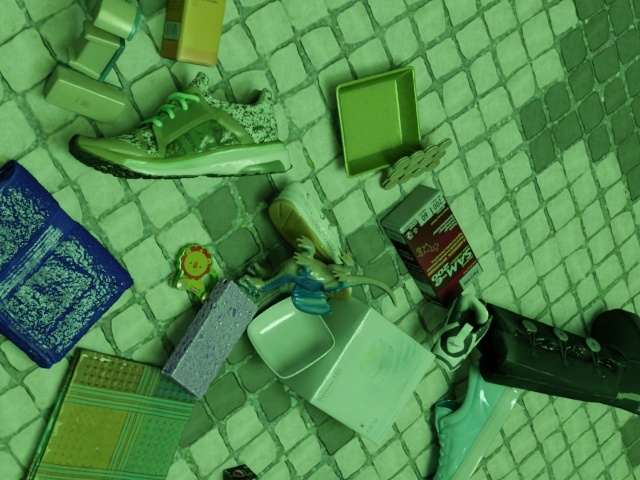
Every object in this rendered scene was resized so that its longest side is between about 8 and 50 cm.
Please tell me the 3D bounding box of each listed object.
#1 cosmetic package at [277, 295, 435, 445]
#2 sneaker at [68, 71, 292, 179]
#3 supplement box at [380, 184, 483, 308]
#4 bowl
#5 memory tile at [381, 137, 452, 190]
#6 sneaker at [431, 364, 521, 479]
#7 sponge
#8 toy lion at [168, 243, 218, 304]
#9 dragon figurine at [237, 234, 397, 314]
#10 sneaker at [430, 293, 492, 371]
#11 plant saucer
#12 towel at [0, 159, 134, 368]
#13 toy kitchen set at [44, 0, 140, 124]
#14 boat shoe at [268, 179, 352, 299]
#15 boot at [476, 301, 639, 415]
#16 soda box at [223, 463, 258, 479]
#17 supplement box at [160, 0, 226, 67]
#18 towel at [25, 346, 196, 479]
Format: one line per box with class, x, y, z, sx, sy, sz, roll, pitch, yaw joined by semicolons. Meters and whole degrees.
cosmetic package;0.076;0.260;1.951;0.224;0.138;0.224;37;82;-33
sneaker;-0.238;-0.196;1.632;0.410;0.158;0.182;-5;94;-38
supplement box;0.240;0.015;2.025;0.130;0.073;0.239;-43;123;-16
bowl;-0.059;0.193;1.859;0.142;0.142;0.053;-32;161;-15
memory tile;0.196;-0.156;1.941;0.148;0.012;0.113;-25;159;-25
sneaker;0.315;0.441;2.188;0.366;0.150;0.135;-62;169;14
sponge;-0.204;0.183;1.773;0.210;0.031;0.117;-59;145;-18
toy lion;-0.228;0.058;1.763;0.100;0.034;0.096;35;76;-35
dragon figurine;-0.006;0.082;1.790;0.289;0.085;0.144;18;135;-10
sneaker;0.323;0.160;2.032;0.235;0.094;0.153;-38;163;-51
plant saucer;0.107;-0.237;1.883;0.188;0.045;0.188;-19;114;-28
towel;-0.477;0.049;1.569;0.228;0.076;0.308;-47;123;-12
toy kitchen set;-0.351;-0.329;1.552;0.122;0.166;0.207;19;129;-35
boat shoe;0.000;0.000;1.853;0.277;0.098;0.096;61;42;-35
boot;0.559;0.238;2.223;0.445;0.367;0.146;13;115;-13
soda box;-0.162;0.545;1.925;0.053;0.060;0.169;-7;108;-30
supplement box;-0.207;-0.416;1.610;0.078;0.080;0.233;4;103;-34
towel;-0.392;0.396;1.749;0.271;0.040;0.370;21;90;-36
